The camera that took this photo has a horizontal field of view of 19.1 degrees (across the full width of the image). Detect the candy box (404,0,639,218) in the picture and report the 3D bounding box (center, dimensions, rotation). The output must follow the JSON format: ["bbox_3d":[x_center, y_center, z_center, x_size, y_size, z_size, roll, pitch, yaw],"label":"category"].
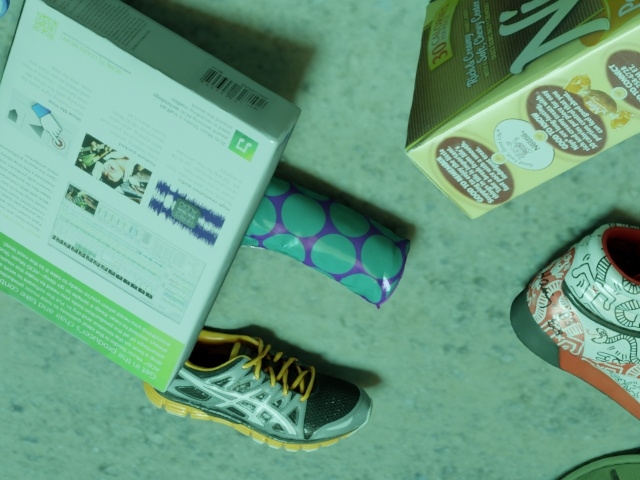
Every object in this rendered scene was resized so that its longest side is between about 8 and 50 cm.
[{"bbox_3d":[0.213,-0.162,1.351,0.316,0.183,0.087,-28,122,31],"label":"candy box"}]

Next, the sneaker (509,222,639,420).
[{"bbox_3d":[0.309,0.085,1.630,0.270,0.090,0.145,29,134,-13],"label":"sneaker"}]

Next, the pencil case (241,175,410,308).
[{"bbox_3d":[0.000,0.000,1.623,0.151,0.064,0.070,25,114,-12],"label":"pencil case"}]

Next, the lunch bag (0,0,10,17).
[{"bbox_3d":[-0.319,-0.262,1.421,0.176,0.090,0.219,5,132,10],"label":"lunch bag"}]

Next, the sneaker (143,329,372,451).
[{"bbox_3d":[-0.057,0.130,1.747,0.215,0.084,0.083,11,129,1],"label":"sneaker"}]

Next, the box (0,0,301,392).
[{"bbox_3d":[-0.172,-0.043,1.579,0.232,0.058,0.322,32,132,5],"label":"box"}]

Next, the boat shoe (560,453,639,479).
[{"bbox_3d":[0.258,0.292,1.834,0.302,0.113,0.103,-24,145,26],"label":"boat shoe"}]
